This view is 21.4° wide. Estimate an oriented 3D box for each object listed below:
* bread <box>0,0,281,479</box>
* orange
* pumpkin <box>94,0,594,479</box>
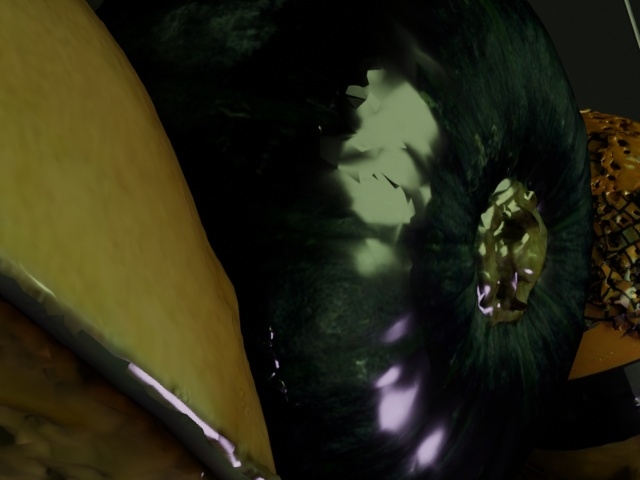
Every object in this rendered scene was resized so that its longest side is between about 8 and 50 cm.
[{"bbox_3d":[-0.117,-0.010,0.378,0.251,0.174,0.133,44,37,-43],"label":"bread"},{"bbox_3d":[0.161,0.039,0.930,0.234,0.182,0.234,49,25,-33],"label":"orange"},{"bbox_3d":[0.000,0.000,0.581,0.233,0.163,0.233,-29,123,-57],"label":"pumpkin"}]
